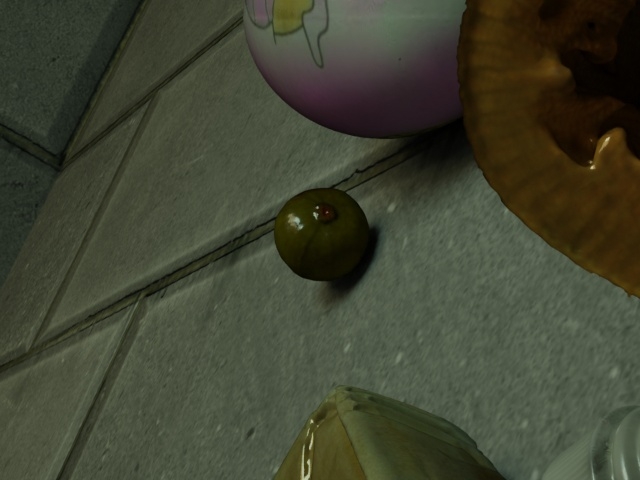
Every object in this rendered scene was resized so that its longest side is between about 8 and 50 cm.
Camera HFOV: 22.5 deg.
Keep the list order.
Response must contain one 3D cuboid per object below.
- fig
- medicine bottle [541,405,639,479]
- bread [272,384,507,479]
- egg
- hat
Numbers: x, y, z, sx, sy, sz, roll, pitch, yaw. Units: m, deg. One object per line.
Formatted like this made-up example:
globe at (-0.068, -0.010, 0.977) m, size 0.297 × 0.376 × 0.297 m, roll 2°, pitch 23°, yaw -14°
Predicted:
fig at (0.000, 0.000, 1.246) m, size 0.088 × 0.074 × 0.074 m, roll 98°, pitch -168°, yaw -61°
medicine bottle at (0.171, 0.080, 0.598) m, size 0.168 × 0.105 × 0.105 m, roll -45°, pitch 22°, yaw 35°
bread at (0.027, 0.193, 0.799) m, size 0.192 × 0.109 × 0.210 m, roll -63°, pitch 17°, yaw 8°
egg at (0.045, -0.169, 1.186) m, size 0.196 × 0.196 × 0.271 m, roll -58°, pitch 11°, yaw 2°
hat at (0.218, -0.090, 0.732) m, size 0.244 × 0.233 × 0.233 m, roll -38°, pitch -1°, yaw 24°
